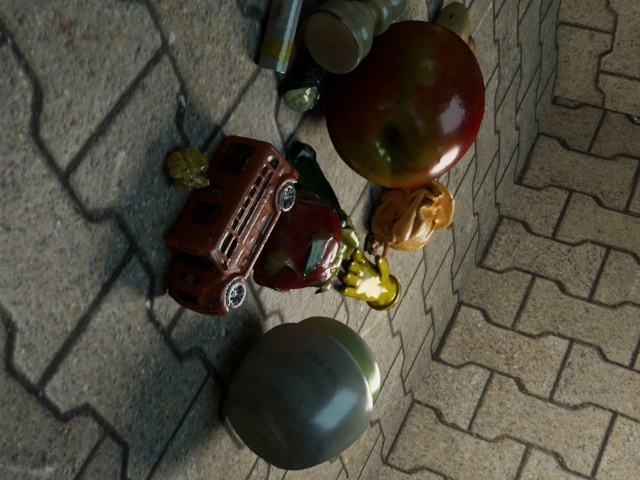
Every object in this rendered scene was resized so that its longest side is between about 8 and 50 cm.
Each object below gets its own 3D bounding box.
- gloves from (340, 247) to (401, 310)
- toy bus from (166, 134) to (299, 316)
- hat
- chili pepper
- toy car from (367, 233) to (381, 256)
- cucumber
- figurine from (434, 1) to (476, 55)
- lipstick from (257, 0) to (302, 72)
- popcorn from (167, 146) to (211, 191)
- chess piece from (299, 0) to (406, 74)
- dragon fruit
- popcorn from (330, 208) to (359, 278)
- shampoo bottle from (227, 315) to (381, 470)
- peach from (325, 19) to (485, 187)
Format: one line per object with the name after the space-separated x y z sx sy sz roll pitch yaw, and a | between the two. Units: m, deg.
0.131 0.114 2.579 0.294 0.116 0.133 37 61 -61 | gloves
-0.179 -0.029 1.680 0.329 0.143 0.153 -63 147 -18 | toy bus
0.239 -0.033 2.556 0.233 0.244 0.233 51 57 -26 | hat
-0.005 -0.121 2.007 0.108 0.062 0.216 -25 86 -57 | chili pepper
0.171 -0.004 2.649 0.122 0.035 0.059 -45 142 -45 | toy car
-0.003 -0.384 1.898 0.241 0.074 0.074 -65 157 -21 | cucumber
0.388 -0.535 2.634 0.222 0.124 0.324 -37 136 -55 | figurine
-0.064 -0.455 1.714 0.059 0.059 0.263 -10 116 -65 | lipstick
-0.223 -0.121 1.574 0.084 0.084 0.084 -49 149 -44 | popcorn
0.088 -0.470 1.858 0.261 0.143 0.142 -47 148 -34 | chess piece
-0.062 0.004 1.898 0.224 0.224 0.227 6 104 -68 | dragon fruit
-0.006 -0.001 2.096 0.197 0.156 0.197 -43 158 -23 | popcorn
-0.040 0.349 2.051 0.317 0.322 0.322 -38 141 -44 | shampoo bottle
0.197 -0.320 2.045 0.388 0.388 0.388 -49 149 -44 | peach
